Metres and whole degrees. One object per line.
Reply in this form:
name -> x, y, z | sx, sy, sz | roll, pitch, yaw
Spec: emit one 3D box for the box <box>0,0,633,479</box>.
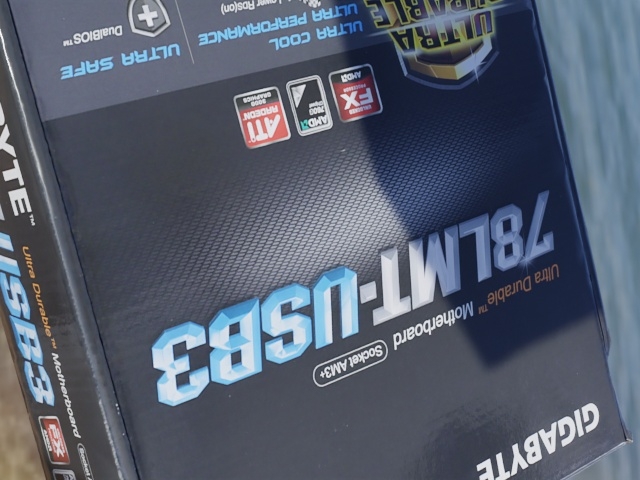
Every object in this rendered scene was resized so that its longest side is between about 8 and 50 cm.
box -> 0.000, 0.000, 0.624 | 0.296, 0.073, 0.293 | -18, 96, -40
